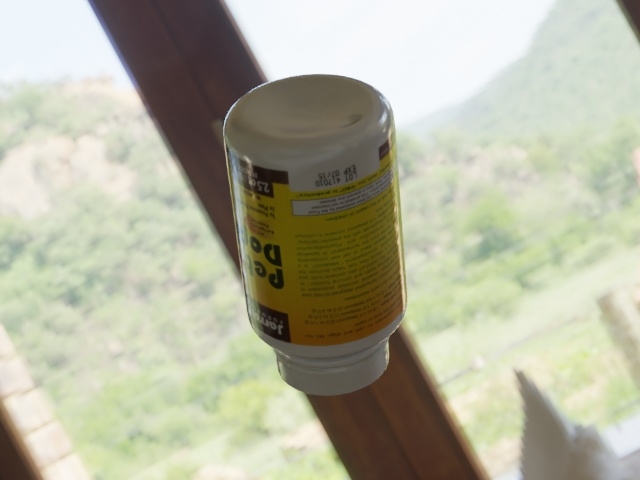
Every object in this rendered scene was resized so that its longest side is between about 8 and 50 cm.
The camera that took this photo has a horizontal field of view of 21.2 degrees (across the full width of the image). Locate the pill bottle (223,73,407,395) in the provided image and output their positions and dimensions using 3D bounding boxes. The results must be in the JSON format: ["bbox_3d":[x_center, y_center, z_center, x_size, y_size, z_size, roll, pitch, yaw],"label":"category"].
[{"bbox_3d":[0.000,0.000,1.197,0.117,0.215,0.117,-4,32,3],"label":"pill bottle"}]
